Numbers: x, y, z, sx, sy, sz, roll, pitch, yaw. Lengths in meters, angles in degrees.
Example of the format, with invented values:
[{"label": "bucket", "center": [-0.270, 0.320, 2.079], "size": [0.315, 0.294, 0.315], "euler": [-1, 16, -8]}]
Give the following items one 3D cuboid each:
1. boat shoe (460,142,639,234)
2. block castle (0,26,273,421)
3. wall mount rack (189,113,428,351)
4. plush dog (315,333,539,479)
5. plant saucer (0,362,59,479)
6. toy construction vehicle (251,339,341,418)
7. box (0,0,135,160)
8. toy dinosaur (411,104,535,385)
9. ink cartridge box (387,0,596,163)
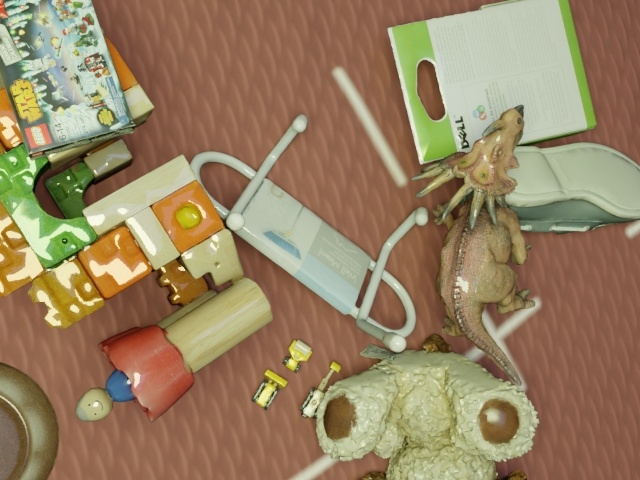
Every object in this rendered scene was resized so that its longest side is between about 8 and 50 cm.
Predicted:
[{"label": "boat shoe", "center": [0.334, -0.064, 1.076], "size": [0.320, 0.099, 0.116], "euler": [1, 60, -28]}, {"label": "block castle", "center": [-0.268, -0.032, 0.830], "size": [0.213, 0.303, 0.453], "euler": [-33, 95, -18]}, {"label": "wall mount rack", "center": [0.000, 0.000, 0.904], "size": [0.350, 0.304, 0.130], "euler": [37, 124, -9]}, {"label": "plush dog", "center": [0.143, 0.259, 0.991], "size": [0.263, 0.210, 0.225], "euler": [-4, 103, 15]}, {"label": "plant saucer", "center": [-0.413, 0.240, 0.916], "size": [0.199, 0.036, 0.198], "euler": [0, 88, -12]}, {"label": "toy construction vehicle", "center": [-0.030, 0.185, 1.010], "size": [0.086, 0.035, 0.098], "euler": [30, 78, 1]}, {"label": "box", "center": [-0.229, -0.148, 0.680], "size": [0.094, 0.027, 0.137], "euler": [-20, 89, -17]}, {"label": "toy dinosaur", "center": [0.176, 0.011, 0.893], "size": [0.127, 0.200, 0.295], "euler": [-2, 73, 17]}, {"label": "ink cartridge box", "center": [0.218, -0.212, 1.052], "size": [0.255, 0.097, 0.188], "euler": [-13, 91, -11]}]
